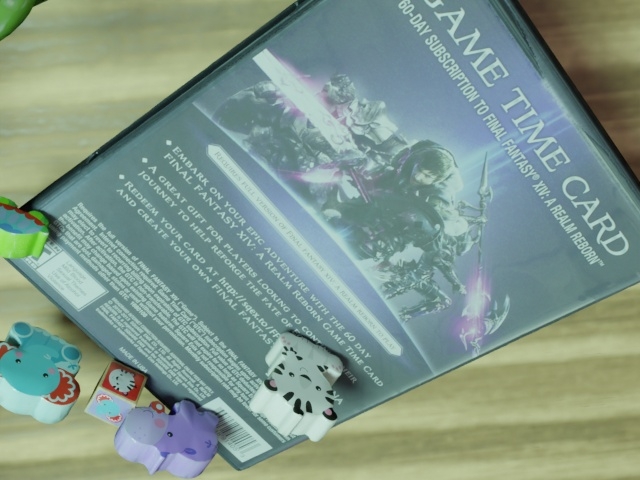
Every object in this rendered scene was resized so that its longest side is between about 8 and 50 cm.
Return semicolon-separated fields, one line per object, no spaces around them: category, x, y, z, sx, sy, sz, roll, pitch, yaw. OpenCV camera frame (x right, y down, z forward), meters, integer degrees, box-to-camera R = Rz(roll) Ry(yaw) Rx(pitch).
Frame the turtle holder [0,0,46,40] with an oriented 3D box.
turtle holder;-0.042;-0.222;0.351;0.320;0.227;0.244;-14;103;-2

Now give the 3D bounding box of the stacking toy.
stacking toy;-0.116;0.087;0.468;0.221;0.052;0.167;27;124;-9

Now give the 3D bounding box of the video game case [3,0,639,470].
video game case;0.000;0.000;0.437;0.274;0.026;0.196;-31;115;25
